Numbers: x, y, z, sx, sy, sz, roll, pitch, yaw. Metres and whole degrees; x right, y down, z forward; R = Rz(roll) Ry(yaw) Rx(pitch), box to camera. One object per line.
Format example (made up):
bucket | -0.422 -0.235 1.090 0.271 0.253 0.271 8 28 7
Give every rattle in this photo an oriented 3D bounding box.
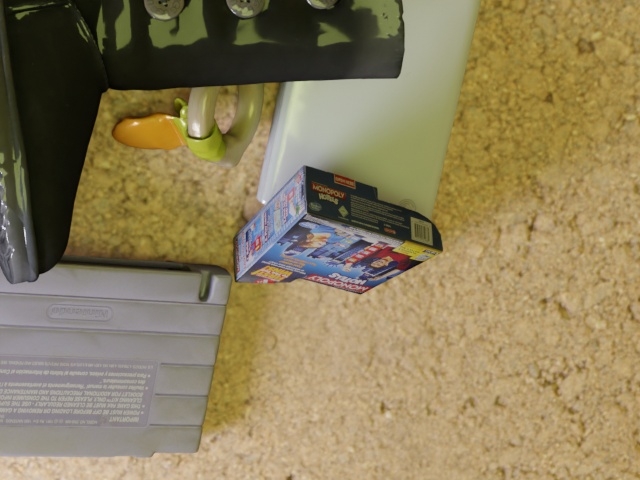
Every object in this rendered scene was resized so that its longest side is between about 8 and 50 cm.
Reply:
rattle | -0.125 -0.187 1.911 0.130 0.143 0.199 15 86 -46

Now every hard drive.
hard drive | 0.057 -0.177 1.936 0.203 0.040 0.307 8 103 -17

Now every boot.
boot | -0.129 -0.166 1.761 0.445 0.146 0.367 -9 94 -19

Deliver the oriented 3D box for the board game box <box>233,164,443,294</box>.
board game box | 0.000 0.000 1.931 0.194 0.194 0.060 16 60 -36

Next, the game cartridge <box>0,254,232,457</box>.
game cartridge | -0.284 0.128 1.912 0.355 0.068 0.230 5 109 -29
